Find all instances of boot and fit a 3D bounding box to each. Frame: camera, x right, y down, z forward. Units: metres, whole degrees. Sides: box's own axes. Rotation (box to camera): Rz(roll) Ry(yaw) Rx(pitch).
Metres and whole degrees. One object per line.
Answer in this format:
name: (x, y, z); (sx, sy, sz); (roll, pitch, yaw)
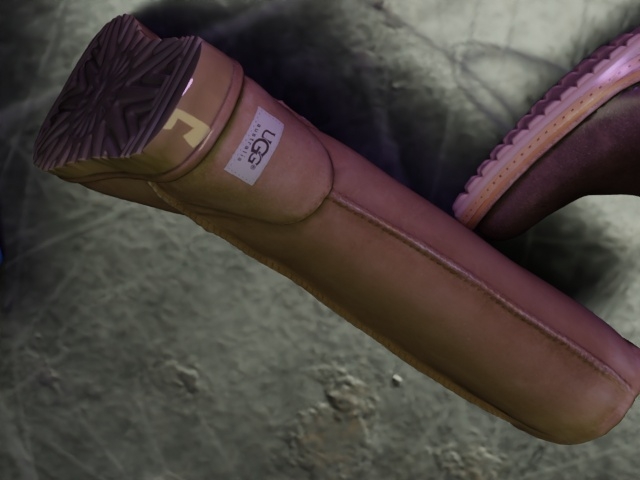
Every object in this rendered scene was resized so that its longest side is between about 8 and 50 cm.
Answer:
boot: (0.000, 0.000, 0.934); (0.269, 0.236, 0.089); (33, 88, -23)
boot: (0.213, -0.021, 0.910); (0.248, 0.090, 0.207); (-37, 94, 13)

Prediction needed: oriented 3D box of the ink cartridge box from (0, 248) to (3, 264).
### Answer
ink cartridge box: (-0.298, -0.047, 0.900); (0.197, 0.198, 0.270); (-3, 121, 10)
